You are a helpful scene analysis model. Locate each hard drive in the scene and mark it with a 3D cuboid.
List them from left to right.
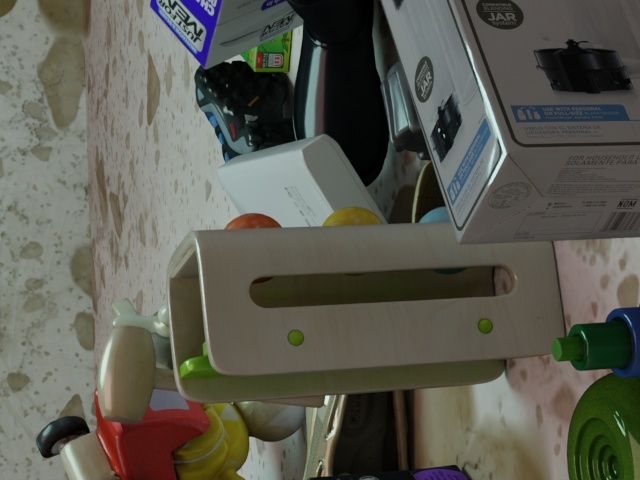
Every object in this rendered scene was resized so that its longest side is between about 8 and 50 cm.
[{"bbox_3d":[0.000,0.000,1.418,0.203,0.040,0.307,58,165,-9],"label":"hard drive"}]

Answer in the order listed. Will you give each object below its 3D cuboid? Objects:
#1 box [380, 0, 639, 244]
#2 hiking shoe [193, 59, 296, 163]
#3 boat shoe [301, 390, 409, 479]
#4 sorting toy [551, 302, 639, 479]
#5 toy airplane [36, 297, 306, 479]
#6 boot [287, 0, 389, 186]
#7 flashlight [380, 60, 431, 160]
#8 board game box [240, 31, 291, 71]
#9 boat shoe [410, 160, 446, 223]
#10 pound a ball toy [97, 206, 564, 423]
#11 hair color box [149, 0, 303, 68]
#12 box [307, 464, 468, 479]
[{"bbox_3d":[0.136,-0.140,0.917,0.087,0.169,0.290,111,152,-51],"label":"box"},{"bbox_3d":[-0.085,-0.111,1.701,0.304,0.113,0.132,-118,32,-54],"label":"hiking shoe"},{"bbox_3d":[0.036,0.246,1.380,0.098,0.109,0.302,165,108,-73],"label":"boat shoe"},{"bbox_3d":[0.151,0.170,0.974,0.127,0.126,0.365,-109,23,-43],"label":"sorting toy"},{"bbox_3d":[-0.125,0.259,1.713,0.386,0.272,0.384,54,-179,-14],"label":"toy airplane"},{"bbox_3d":[0.001,-0.185,1.332,0.207,0.094,0.246,45,-137,-73],"label":"boot"},{"bbox_3d":[0.074,-0.216,1.197,0.103,0.103,0.304,-33,56,49],"label":"flashlight"},{"bbox_3d":[-0.063,-0.299,1.726,0.092,0.043,0.181,-126,39,-61],"label":"board game box"},{"bbox_3d":[0.095,0.003,1.244,0.049,0.056,0.152,-159,68,-65],"label":"boat shoe"},{"bbox_3d":[-0.005,0.052,1.127,0.208,0.319,0.135,136,130,-67],"label":"pound a ball toy"},{"bbox_3d":[-0.041,-0.336,1.390,0.110,0.185,0.339,47,146,20],"label":"hair color box"},{"bbox_3d":[0.065,0.347,1.228,0.165,0.143,0.270,-129,40,-61],"label":"box"}]
